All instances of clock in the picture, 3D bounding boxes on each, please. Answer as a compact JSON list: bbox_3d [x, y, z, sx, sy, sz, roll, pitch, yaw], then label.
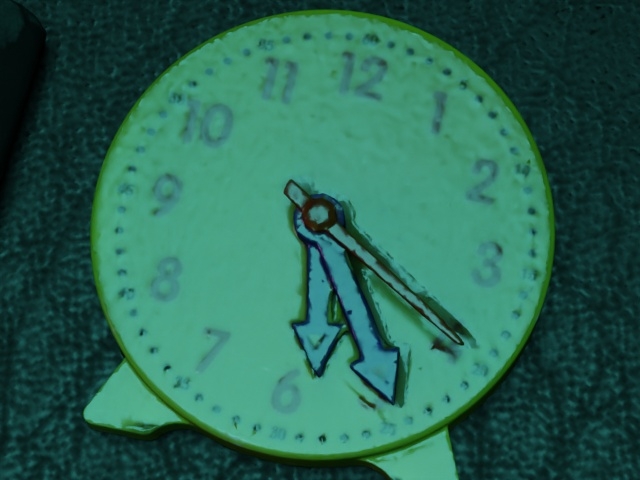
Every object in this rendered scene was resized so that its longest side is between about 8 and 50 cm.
[{"bbox_3d":[0.000,-0.003,1.101,0.277,0.071,0.293,6,74,3],"label":"clock"}]

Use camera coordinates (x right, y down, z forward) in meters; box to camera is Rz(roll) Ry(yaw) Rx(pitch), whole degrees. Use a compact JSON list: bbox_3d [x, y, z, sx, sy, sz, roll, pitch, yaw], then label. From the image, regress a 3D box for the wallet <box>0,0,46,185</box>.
[{"bbox_3d":[-0.319,0.020,1.079,0.228,0.062,0.406,18,76,-15],"label":"wallet"}]
